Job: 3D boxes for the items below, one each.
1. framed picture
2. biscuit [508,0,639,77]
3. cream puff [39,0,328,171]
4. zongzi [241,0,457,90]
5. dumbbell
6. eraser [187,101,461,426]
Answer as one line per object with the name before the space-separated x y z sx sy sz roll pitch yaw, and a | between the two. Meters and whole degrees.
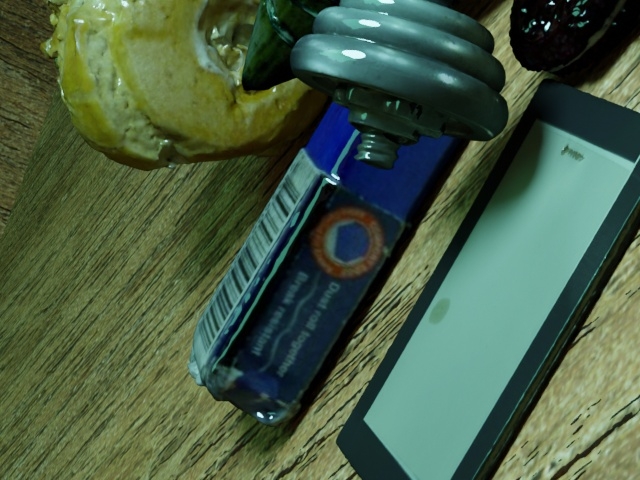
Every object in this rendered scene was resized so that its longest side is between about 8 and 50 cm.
framed picture | 0.129 0.047 1.312 0.347 0.016 0.265 -61 17 4
biscuit | 0.215 -0.216 1.396 0.194 0.053 0.194 -55 20 30
cream puff | -0.150 -0.221 1.960 0.343 0.327 0.231 -48 25 -16
zongzi | 0.028 -0.360 1.661 0.319 0.362 0.383 -49 10 -23
dumbbell | 0.101 -0.251 1.367 0.179 0.179 0.406 -166 94 -72
eraser | 0.000 0.000 1.602 0.332 0.101 0.155 -58 16 7
